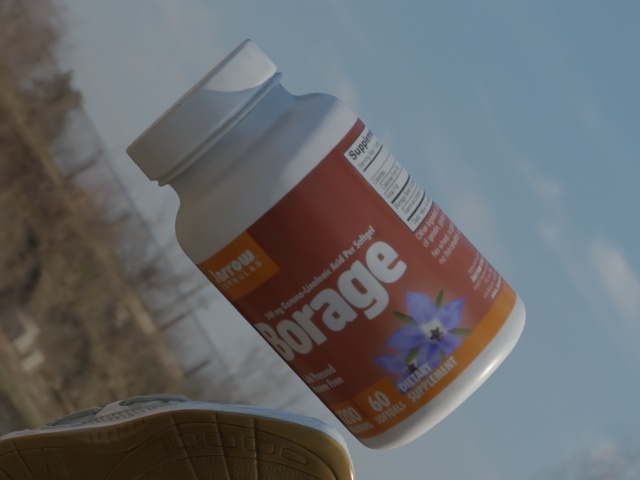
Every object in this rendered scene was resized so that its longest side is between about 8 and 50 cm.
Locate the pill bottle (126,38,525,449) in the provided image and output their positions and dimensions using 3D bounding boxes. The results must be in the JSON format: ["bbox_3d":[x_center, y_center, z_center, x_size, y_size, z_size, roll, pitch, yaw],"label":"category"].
[{"bbox_3d":[0.000,0.000,0.920,0.216,0.121,0.121,47,-7,-7],"label":"pill bottle"}]

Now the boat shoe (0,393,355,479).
[{"bbox_3d":[-0.102,0.147,1.183,0.096,0.277,0.098,-45,131,-66],"label":"boat shoe"}]
